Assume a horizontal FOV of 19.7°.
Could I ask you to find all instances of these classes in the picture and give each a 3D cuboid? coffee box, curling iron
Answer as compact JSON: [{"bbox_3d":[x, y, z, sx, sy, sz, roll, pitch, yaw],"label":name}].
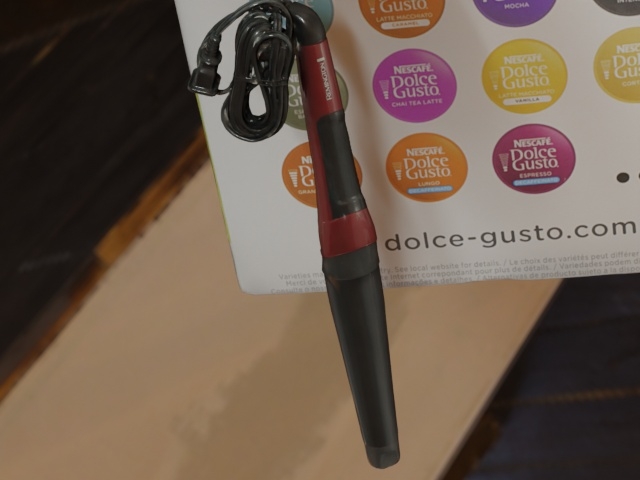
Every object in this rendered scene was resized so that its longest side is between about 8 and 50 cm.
[{"bbox_3d":[0.099,-0.201,1.214,0.337,0.338,0.334,-4,123,9],"label":"coffee box"},{"bbox_3d":[0.000,0.000,0.929,0.068,0.035,0.274,-12,119,13],"label":"curling iron"}]
